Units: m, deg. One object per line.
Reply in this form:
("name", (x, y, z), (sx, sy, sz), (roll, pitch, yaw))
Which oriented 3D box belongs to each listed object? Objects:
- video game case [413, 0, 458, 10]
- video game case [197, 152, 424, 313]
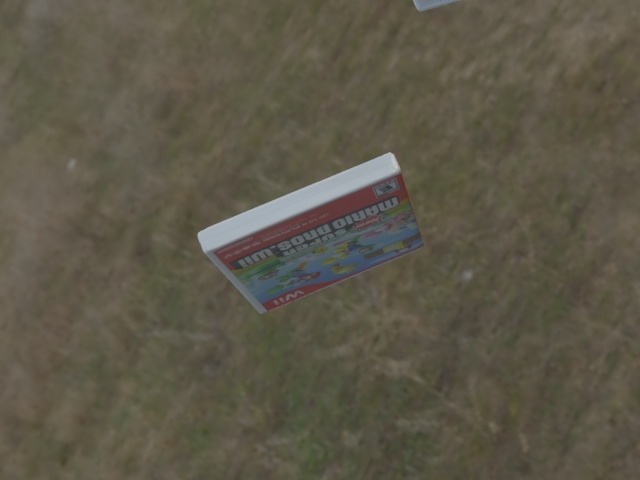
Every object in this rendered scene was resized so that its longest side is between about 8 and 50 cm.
("video game case", (0.167, -0.358, 1.483), (0.227, 0.206, 0.026), (-11, 34, 27))
("video game case", (0.000, 0.000, 1.472), (0.204, 0.025, 0.285), (-23, -17, 2))
